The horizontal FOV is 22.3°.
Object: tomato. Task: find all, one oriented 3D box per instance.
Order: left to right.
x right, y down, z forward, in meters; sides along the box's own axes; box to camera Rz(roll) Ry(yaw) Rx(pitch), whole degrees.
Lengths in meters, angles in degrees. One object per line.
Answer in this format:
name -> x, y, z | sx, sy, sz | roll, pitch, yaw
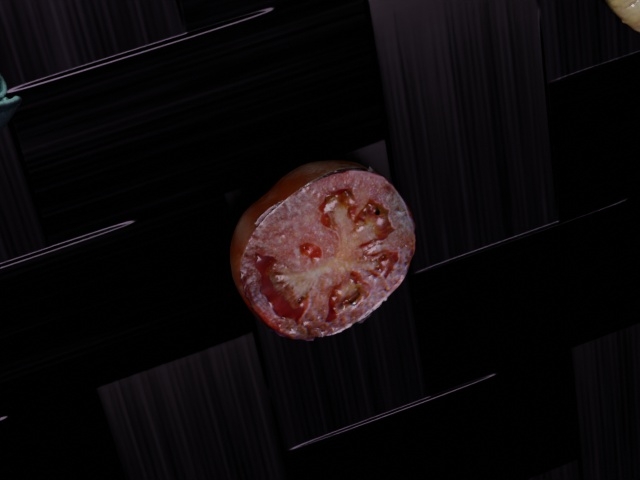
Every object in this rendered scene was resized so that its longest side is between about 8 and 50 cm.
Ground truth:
tomato -> -0.002, 0.001, 1.838 | 0.225, 0.085, 0.225 | -11, 122, -19

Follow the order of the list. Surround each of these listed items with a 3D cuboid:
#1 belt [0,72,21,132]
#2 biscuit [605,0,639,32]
belt -> -0.399, -0.156, 1.495 | 0.267, 0.206, 0.116 | 19, 112, -42
biscuit -> 0.413, -0.316, 1.840 | 0.265, 0.040, 0.188 | 25, 111, -33
